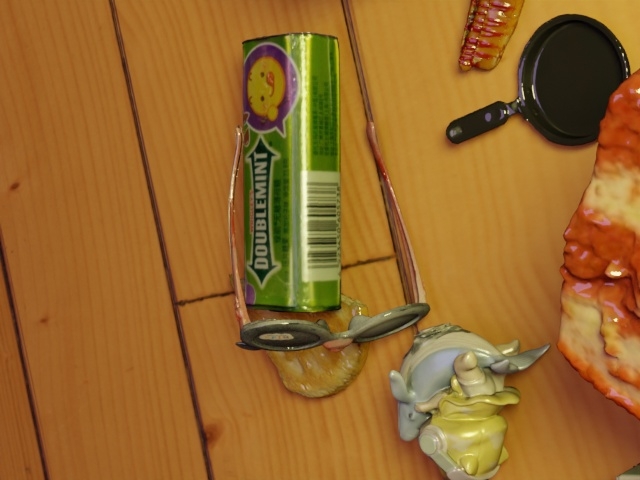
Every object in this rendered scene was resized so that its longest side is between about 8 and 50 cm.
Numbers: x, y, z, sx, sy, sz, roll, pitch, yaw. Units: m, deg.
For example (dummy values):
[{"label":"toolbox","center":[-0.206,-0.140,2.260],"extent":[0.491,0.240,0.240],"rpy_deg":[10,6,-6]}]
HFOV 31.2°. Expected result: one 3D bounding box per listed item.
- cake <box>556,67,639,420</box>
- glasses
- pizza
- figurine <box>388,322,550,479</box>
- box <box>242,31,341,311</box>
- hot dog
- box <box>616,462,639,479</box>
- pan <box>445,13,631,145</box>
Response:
[{"label":"cake","center":[0.365,0.005,0.913],"extent":[0.270,0.269,0.319],"rpy_deg":[33,131,32]},{"label":"glasses","center":[0.000,0.000,1.372],"extent":[0.118,0.234,0.268],"rpy_deg":[126,137,-67]},{"label":"pizza","center":[-0.035,0.107,1.544],"extent":[0.262,0.034,0.181],"rpy_deg":[39,123,34]},{"label":"figurine","center":[0.163,0.178,1.292],"extent":[0.208,0.128,0.183],"rpy_deg":[-36,74,39]},{"label":"box","center":[-0.040,-0.081,1.444],"extent":[0.134,0.097,0.345],"rpy_deg":[2,92,45]},{"label":"hot dog","center":[0.186,-0.248,1.245],"extent":[0.062,0.038,0.144],"rpy_deg":[40,124,33]},{"label":"box","center":[0.420,0.270,1.073],"extent":[0.269,0.079,0.135],"rpy_deg":[-11,90,47]},{"label":"pan","center":[0.230,-0.153,1.225],"extent":[0.235,0.028,0.136],"rpy_deg":[-21,82,43]}]
